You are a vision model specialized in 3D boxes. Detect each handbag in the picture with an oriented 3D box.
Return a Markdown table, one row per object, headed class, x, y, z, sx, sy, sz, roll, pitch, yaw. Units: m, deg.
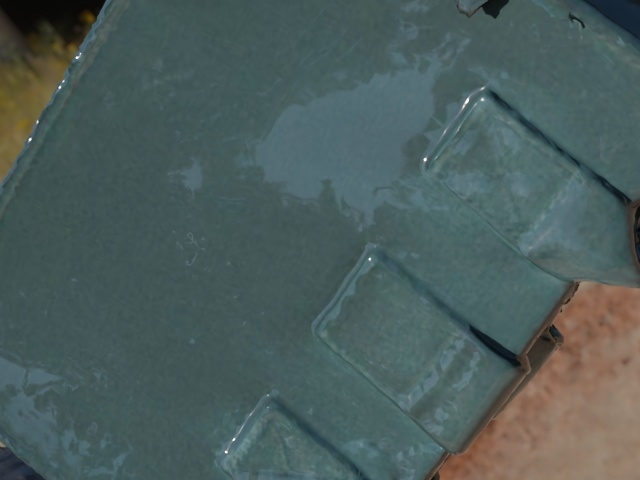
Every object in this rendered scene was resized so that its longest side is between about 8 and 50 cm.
| class | x | y | z | sx | sy | sz | roll | pitch | yaw |
| --- | --- | --- | --- | --- | --- | --- | --- | --- | --- |
| handbag | 0.000 | 0.000 | 0.531 | 0.229 | 0.179 | 0.062 | -57 | -11 | 25 |

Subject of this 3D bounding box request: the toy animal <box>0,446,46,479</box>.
| class | x | y | z | sx | sy | sz | roll | pitch | yaw |
| --- | --- | --- | --- | --- | --- | --- | --- | --- | --- |
| toy animal | -0.193 | 0.271 | 0.879 | 0.302 | 0.225 | 0.284 | -9 | 20 | -32 |
